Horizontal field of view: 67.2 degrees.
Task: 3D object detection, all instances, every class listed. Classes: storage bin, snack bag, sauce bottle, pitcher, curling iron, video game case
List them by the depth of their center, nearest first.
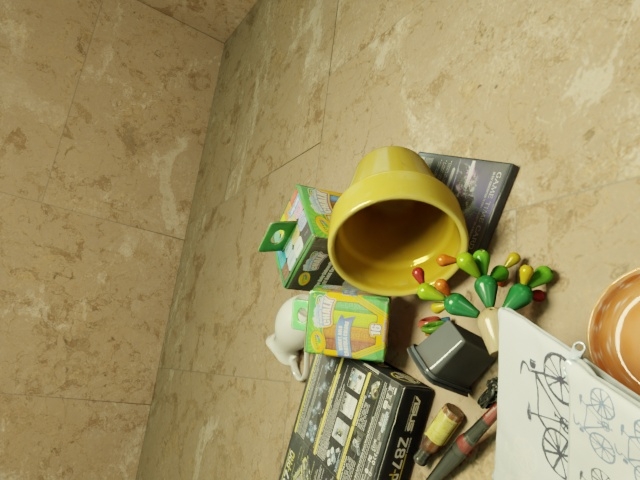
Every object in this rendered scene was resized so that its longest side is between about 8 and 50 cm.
[{"bbox_3d":[0.294,0.272,0.562,0.342,0.037,0.323,-127,30,-69],"label":"snack bag"},{"bbox_3d":[0.248,0.340,0.821,0.274,0.035,0.068,-67,-11,22],"label":"curling iron"},{"bbox_3d":[0.232,0.196,0.840,0.091,0.135,0.098,-49,36,15],"label":"storage bin"},{"bbox_3d":[0.210,0.353,0.872,0.128,0.042,0.042,-61,33,16],"label":"sauce bottle"},{"bbox_3d":[0.266,-0.081,1.015,0.274,0.026,0.196,27,99,58],"label":"video game case"},{"bbox_3d":[-0.056,0.260,1.291,0.178,0.125,0.207,53,134,30],"label":"pitcher"}]

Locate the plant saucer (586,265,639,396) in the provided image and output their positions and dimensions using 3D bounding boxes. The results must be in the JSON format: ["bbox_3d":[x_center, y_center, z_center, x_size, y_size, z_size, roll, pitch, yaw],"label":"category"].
[{"bbox_3d":[0.446,0.126,0.611,0.200,0.037,0.200,-34,48,47],"label":"plant saucer"}]

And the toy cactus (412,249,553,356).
[{"bbox_3d":[0.268,0.101,0.786,0.112,0.219,0.180,85,-177,-57],"label":"toy cactus"}]

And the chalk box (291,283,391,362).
[{"bbox_3d":[0.039,0.168,1.025,0.132,0.213,0.132,-4,-82,-80],"label":"chalk box"}]

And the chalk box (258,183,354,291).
[{"bbox_3d":[0.000,0.000,1.123,0.180,0.289,0.179,-60,32,35],"label":"chalk box"}]

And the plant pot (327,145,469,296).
[{"bbox_3d":[0.146,-0.057,0.960,0.254,0.254,0.239,-48,22,35],"label":"plant pot"}]

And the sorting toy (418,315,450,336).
[{"bbox_3d":[0.223,0.174,0.925,0.102,0.061,0.042,-31,-74,-86],"label":"sorting toy"}]

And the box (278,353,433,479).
[{"bbox_3d":[0.053,0.441,1.030,0.318,0.097,0.395,14,88,57],"label":"box"}]
